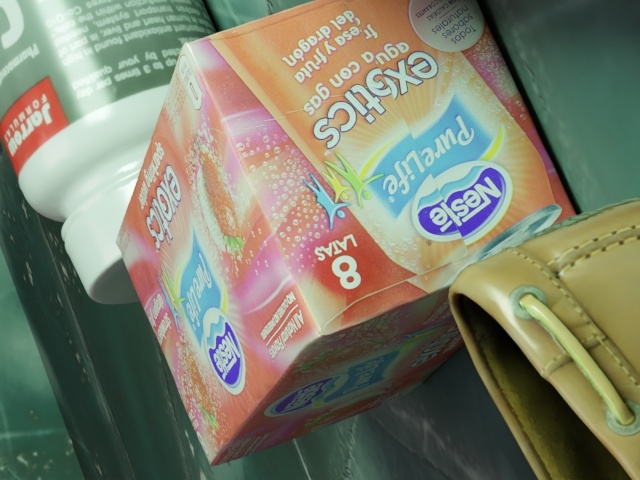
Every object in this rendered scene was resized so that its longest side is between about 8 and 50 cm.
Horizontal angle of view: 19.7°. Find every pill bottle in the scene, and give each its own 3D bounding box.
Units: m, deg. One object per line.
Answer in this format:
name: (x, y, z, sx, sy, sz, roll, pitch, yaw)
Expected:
pill bottle: (-0.145, -0.112, 1.224, 0.283, 0.161, 0.161, 65, 162, 15)

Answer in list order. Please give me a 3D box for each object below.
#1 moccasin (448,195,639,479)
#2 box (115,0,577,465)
moccasin: (0.157, 0.168, 0.657, 0.380, 0.147, 0.139, 69, 162, 5)
box: (0.000, 0.000, 0.948, 0.154, 0.142, 0.300, 66, 162, 11)
